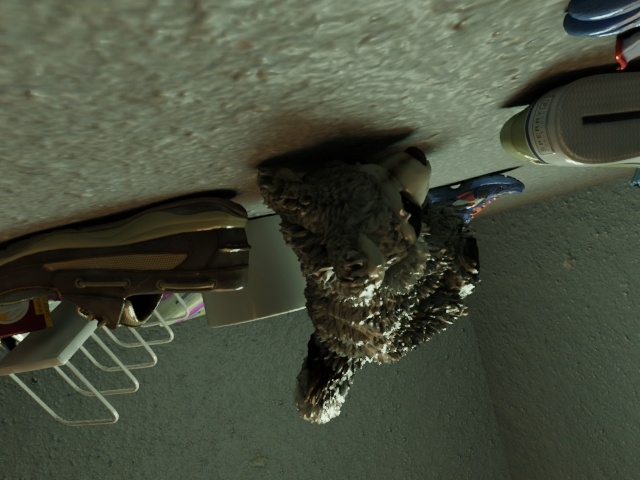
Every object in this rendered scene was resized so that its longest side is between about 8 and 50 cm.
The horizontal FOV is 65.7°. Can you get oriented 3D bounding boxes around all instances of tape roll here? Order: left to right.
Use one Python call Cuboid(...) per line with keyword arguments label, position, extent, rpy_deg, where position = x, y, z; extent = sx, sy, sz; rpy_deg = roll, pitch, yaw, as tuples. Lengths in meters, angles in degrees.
Cuboid(label="tape roll", position=(-0.108, 0.054, 0.940), extent=(0.246, 0.169, 0.246), rpy_deg=(-12, 177, -1))

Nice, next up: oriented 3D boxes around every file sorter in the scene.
Cuboid(label="file sorter", position=(-0.415, 0.188, 0.957), extent=(0.193, 0.173, 0.277), rpy_deg=(-14, -150, 29))

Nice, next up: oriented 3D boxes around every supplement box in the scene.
Cuboid(label="supplement box", position=(-0.556, 0.116, 0.812), extent=(0.188, 0.104, 0.081), rpy_deg=(-11, 176, -37))

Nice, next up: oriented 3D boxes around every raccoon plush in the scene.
Cuboid(label="raccoon plush", position=(0.026, 0.101, 0.592), extent=(0.216, 0.445, 0.299), rpy_deg=(24, -164, 30))

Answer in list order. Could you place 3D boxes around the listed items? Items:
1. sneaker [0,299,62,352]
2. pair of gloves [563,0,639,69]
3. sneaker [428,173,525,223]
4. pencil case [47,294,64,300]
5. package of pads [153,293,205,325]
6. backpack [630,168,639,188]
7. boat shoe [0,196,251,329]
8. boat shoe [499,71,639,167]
Cuboid(label="sneaker", position=(-0.689, 0.203, 1.160), extent=(0.111, 0.129, 0.297), rpy_deg=(-19, 164, 13))
Cuboid(label="pair of gloves", position=(0.233, -0.141, 0.271), extent=(0.159, 0.023, 0.198), rpy_deg=(-16, 176, 42))
Cuboid(label="sneaker", position=(0.301, -0.077, 1.009), extent=(0.221, 0.087, 0.083), rpy_deg=(-14, 177, 18))
Cuboid(label="pencil case", position=(-0.743, 0.181, 1.330), extent=(0.210, 0.095, 0.098), rpy_deg=(-11, -170, 1))
Cuboid(label="package of pads", position=(-0.289, 0.117, 1.355), extent=(0.229, 0.101, 0.296), rpy_deg=(-36, 170, 18))
Cuboid(label="backpack", position=(0.480, -0.127, 0.620), extent=(0.174, 0.116, 0.158), rpy_deg=(-12, 177, -16))
Cuboid(label="boat shoe", position=(-0.251, 0.046, 0.598), extent=(0.356, 0.130, 0.132), rpy_deg=(-14, 176, 14))
Cuboid(label="boat shoe", position=(0.321, -0.119, 0.475), extent=(0.303, 0.109, 0.094), rpy_deg=(-3, -170, -14))
